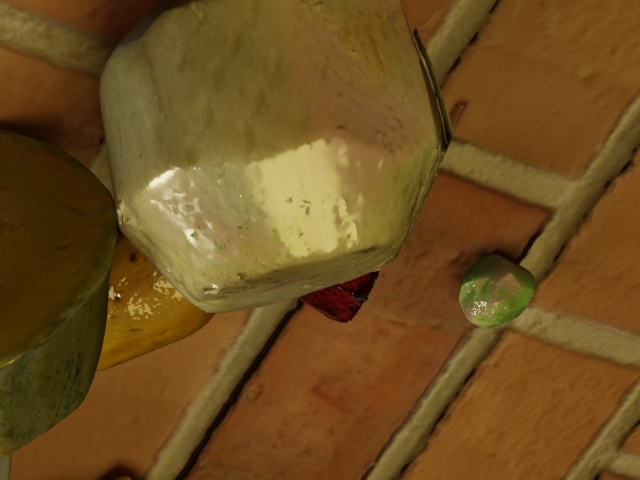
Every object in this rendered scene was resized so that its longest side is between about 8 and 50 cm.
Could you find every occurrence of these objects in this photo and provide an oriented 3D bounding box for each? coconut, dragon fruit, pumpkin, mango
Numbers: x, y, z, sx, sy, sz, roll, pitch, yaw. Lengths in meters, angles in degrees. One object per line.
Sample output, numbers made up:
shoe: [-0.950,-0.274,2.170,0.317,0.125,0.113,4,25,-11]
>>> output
coconut: [0.192,0.058,2.170,0.081,0.083,0.082,21,76,-34]
dragon fruit: [0.001,-0.002,2.057,0.161,0.121,0.127,28,158,-9]
coconut: [-0.048,-0.115,1.795,0.352,0.353,0.353,-11,129,-13]
pumpkin: [-0.344,0.066,1.823,0.332,0.332,0.199,-16,137,-9]
mango: [-0.185,0.058,2.001,0.227,0.109,0.147,-42,133,16]

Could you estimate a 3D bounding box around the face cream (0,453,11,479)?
face cream: [-0.419,0.324,2.141,0.144,0.071,0.291,2,126,-15]

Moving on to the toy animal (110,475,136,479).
toy animal: [-0.198,0.328,2.237,0.083,0.070,0.159,-19,143,40]
